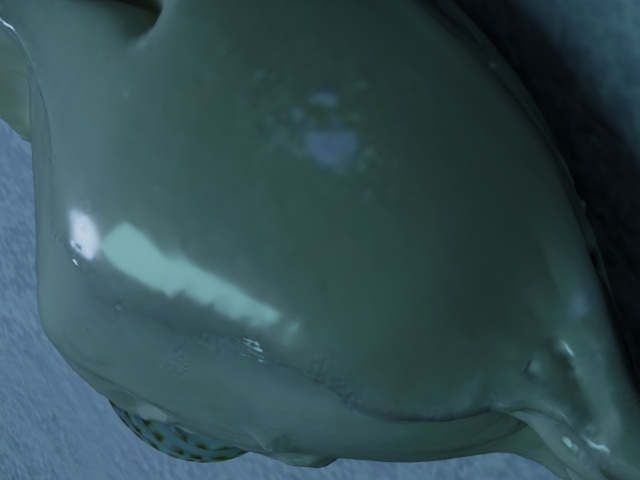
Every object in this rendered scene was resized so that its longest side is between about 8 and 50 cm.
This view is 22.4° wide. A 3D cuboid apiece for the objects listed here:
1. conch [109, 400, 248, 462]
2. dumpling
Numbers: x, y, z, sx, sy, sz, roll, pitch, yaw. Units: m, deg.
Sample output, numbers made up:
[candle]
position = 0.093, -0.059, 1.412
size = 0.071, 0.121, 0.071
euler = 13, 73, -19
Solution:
[conch]
position = -0.084, 0.061, 0.963
size = 0.153, 0.102, 0.135
euler = 24, 119, 40
[dumpling]
position = 0.000, 0.000, 0.763
size = 0.395, 0.233, 0.315
euler = 30, 172, 13
